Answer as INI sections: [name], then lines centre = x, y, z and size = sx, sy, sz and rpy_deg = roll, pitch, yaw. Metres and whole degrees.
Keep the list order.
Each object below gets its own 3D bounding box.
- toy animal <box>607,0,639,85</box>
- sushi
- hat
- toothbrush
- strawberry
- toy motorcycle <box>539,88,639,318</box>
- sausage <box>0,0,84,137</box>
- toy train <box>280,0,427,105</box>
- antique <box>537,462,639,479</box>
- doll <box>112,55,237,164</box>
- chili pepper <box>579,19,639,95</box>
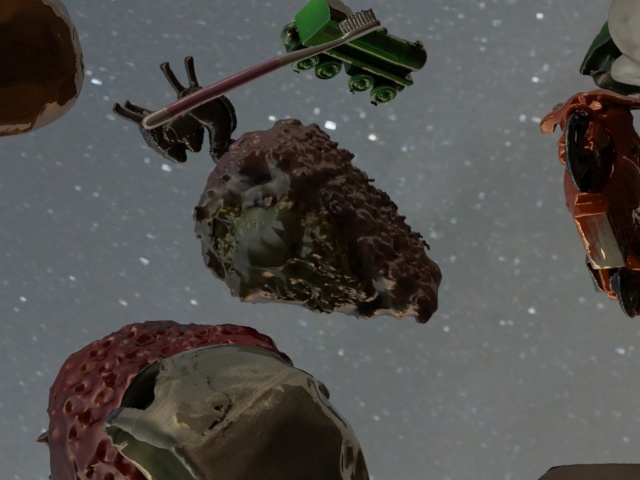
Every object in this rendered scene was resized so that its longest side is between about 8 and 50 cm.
[toy animal]
centre = 0.274, -0.266, 0.934
size = 0.209, 0.154, 0.325
rpy_deg = 18, -116, -16
[sushi]
centre = -0.013, 0.009, 1.152
size = 0.241, 0.161, 0.107
rpy_deg = 45, -142, -4
[hat]
centre = -0.041, 0.201, 0.765
size = 0.161, 0.232, 0.275
rpy_deg = -9, -98, -10
[toothbrush]
centre = -0.066, -0.189, 1.346
size = 0.286, 0.020, 0.025
rpy_deg = -25, -96, -6
[strawberry]
centre = -0.111, 0.152, 1.054
size = 0.205, 0.244, 0.205
rpy_deg = 27, -131, -36
[toy motorcycle]
centre = 0.367, -0.063, 1.535
size = 0.325, 0.148, 0.221
rpy_deg = 61, -143, -35
[sausage]
centre = -0.292, -0.140, 0.914
size = 0.241, 0.136, 0.120
rpy_deg = -12, -27, -38
[toy train]
centre = 0.054, -0.285, 1.826
size = 0.251, 0.119, 0.085
rpy_deg = 13, -130, -41
[antique]
centre = 0.142, 0.219, 0.648
size = 0.310, 0.087, 0.093
rpy_deg = -39, -58, -67
[doll]
centre = -0.185, -0.163, 1.680
size = 0.139, 0.165, 0.057
rpy_deg = -38, -4, 18
[chili pepper]
centre = 0.385, -0.255, 1.353
size = 0.099, 0.253, 0.083
rpy_deg = 38, -133, -3
